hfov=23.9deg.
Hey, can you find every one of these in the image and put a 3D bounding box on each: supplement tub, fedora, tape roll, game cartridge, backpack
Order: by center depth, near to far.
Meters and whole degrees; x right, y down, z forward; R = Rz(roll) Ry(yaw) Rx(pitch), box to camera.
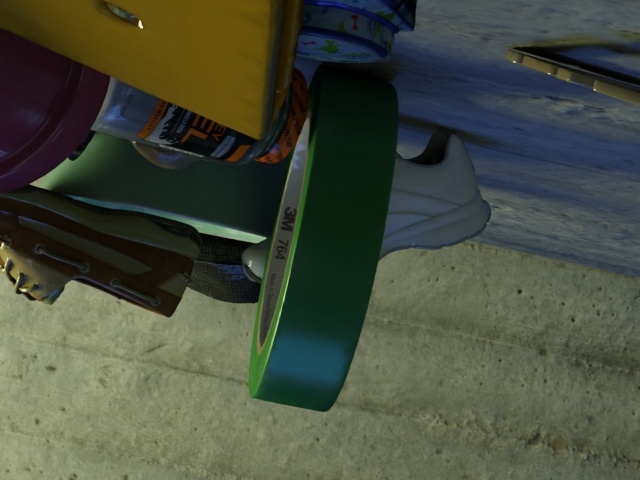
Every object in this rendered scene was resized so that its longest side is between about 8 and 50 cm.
[{"bbox_3d":[-0.162,-0.165,0.765,0.323,0.053,0.285,25,170,1],"label":"game cartridge"},{"bbox_3d":[0.002,-0.149,0.875,0.105,0.084,0.114,9,174,17],"label":"backpack"},{"bbox_3d":[-0.113,-0.134,1.345,0.190,0.117,0.117,13,177,-30],"label":"supplement tub"},{"bbox_3d":[0.000,0.000,1.443,0.077,0.321,0.321,12,177,-6],"label":"tape roll"},{"bbox_3d":[-0.113,-0.011,2.049,0.334,0.152,0.334,2,-144,-2],"label":"fedora"}]

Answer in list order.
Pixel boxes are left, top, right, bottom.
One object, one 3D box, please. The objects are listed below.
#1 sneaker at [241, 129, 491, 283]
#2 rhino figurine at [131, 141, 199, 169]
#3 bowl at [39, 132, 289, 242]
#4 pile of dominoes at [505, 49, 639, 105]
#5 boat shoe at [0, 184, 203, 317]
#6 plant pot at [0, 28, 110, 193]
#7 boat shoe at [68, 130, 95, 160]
[{"bbox_3d":[0.042,-0.033,1.669,0.297,0.129,0.111,-22,-158,-20],"label":"sneaker"},{"bbox_3d":[-0.136,-0.131,1.509,0.106,0.073,0.243,36,-160,1],"label":"rhino figurine"},{"bbox_3d":[-0.159,-0.099,1.764,0.311,0.163,0.311,12,178,0],"label":"bowl"},{"bbox_3d":[0.278,-0.078,1.118,0.251,0.040,0.196,13,-169,-19],"label":"pile of dominoes"},{"bbox_3d":[-0.291,0.009,1.636,0.324,0.120,0.122,13,176,-11],"label":"boat shoe"},{"bbox_3d":[-0.263,-0.136,1.013,0.201,0.201,0.180,11,179,14],"label":"plant pot"},{"bbox_3d":[-0.265,-0.147,1.580,0.132,0.130,0.355,12,177,-15],"label":"boat shoe"}]
